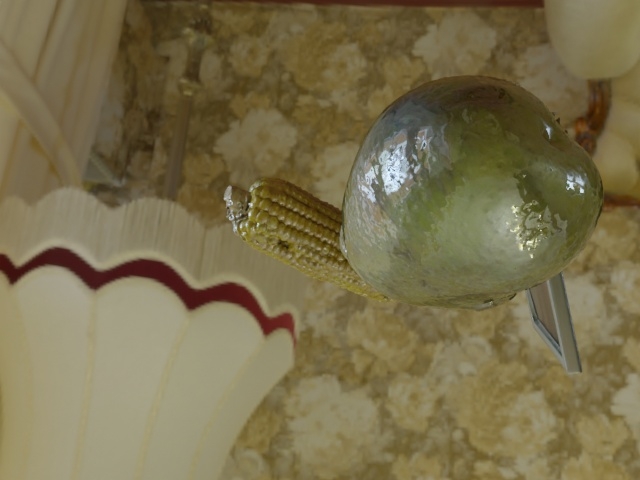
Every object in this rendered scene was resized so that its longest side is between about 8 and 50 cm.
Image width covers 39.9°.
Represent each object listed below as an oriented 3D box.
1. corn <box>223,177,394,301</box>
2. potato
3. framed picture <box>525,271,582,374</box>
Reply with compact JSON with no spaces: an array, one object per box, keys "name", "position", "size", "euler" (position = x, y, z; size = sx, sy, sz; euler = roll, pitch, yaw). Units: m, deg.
[{"name":"corn","position":[0.000,0.000,1.077],"size":[0.261,0.097,0.097],"euler":[27,154,-17]},{"name":"potato","position":[0.100,-0.026,0.684],"size":[0.174,0.159,0.251],"euler":[52,145,2]},{"name":"framed picture","position":[0.237,-0.016,0.997],"size":[0.020,0.290,0.211],"euler":[-13,-173,6]}]
